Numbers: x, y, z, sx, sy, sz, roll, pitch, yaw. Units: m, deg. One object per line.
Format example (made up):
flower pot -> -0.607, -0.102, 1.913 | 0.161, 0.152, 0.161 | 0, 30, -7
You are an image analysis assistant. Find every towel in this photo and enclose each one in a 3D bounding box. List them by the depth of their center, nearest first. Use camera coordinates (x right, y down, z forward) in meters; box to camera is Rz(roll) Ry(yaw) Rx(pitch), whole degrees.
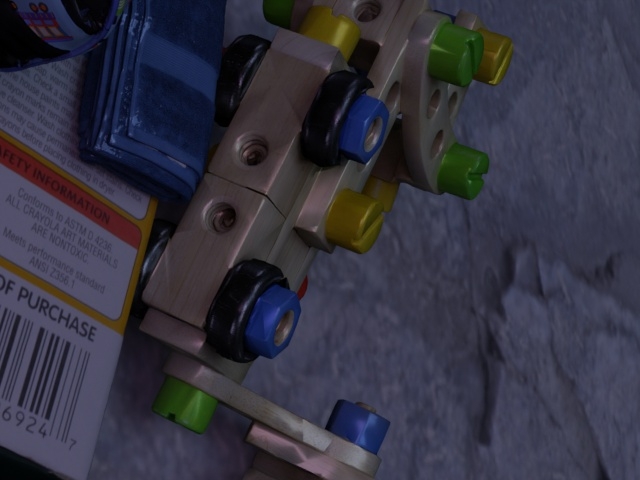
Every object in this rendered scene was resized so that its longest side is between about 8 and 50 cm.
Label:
towel -> -0.068, -0.080, 0.582 | 0.067, 0.029, 0.120 | 28, 61, -47

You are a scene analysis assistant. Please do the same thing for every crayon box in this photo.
crayon box -> -0.155, -0.080, 0.565 | 0.203, 0.083, 0.323 | 36, 56, -41

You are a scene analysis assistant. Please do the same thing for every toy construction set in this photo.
toy construction set -> 0.000, 0.000, 0.707 | 0.215, 0.151, 0.328 | 51, 48, -67

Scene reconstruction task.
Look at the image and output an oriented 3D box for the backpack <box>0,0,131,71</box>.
backpack -> -0.099, -0.152, 0.458 | 0.117, 0.158, 0.173 | -31, 109, -42
